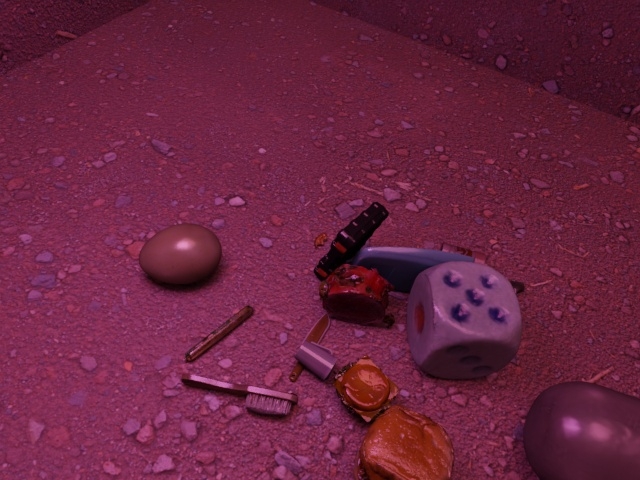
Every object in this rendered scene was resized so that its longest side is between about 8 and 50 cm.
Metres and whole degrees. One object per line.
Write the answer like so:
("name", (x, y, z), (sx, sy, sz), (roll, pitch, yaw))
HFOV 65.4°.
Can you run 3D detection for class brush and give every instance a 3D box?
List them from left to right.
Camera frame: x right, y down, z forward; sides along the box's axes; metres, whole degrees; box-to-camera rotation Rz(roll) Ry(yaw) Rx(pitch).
("brush", (-0.225, 0.424, 1.361), (0.328, 0.070, 0.065), (12, 60, 3))

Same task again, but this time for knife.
("knife", (-0.033, 0.313, 1.506), (0.046, 0.022, 0.256), (23, 51, 16))

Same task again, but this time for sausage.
("sausage", (-0.298, 0.274, 1.491), (0.033, 0.032, 0.269), (38, 55, 22))

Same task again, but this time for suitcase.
("suitcase", (0.094, 0.009, 1.606), (0.066, 0.285, 0.206), (44, 57, 8))

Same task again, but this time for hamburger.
("hamburger", (0.124, 0.421, 1.392), (0.164, 0.093, 0.189), (-23, 56, -22))
("hamburger", (0.204, 0.556, 1.252), (0.245, 0.163, 0.244), (4, 43, -4))

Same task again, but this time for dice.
("dice", (0.414, 0.238, 1.476), (0.263, 0.268, 0.264), (5, 49, -6))

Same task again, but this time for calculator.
("calculator", (0.269, 0.094, 1.583), (0.387, 0.256, 0.054), (8, 61, -6))

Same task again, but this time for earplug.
("earplug", (0.727, 0.531, 1.252), (0.394, 0.312, 0.312), (20, 50, 9))

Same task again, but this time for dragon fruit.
("dragon fruit", (0.117, 0.161, 1.551), (0.282, 0.211, 0.147), (25, 53, -22))

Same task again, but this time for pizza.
("pizza", (0.000, 0.000, 1.776), (0.037, 0.016, 0.083), (23, 47, 12))

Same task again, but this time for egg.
("egg", (-0.437, 0.044, 1.561), (0.254, 0.188, 0.188), (-13, 53, -6))

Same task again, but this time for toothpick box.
("toothpick box", (0.485, 0.071, 1.735), (0.149, 0.098, 0.098), (16, 50, 6))

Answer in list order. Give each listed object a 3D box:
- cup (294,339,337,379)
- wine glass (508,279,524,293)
("cup", (-0.008, 0.337, 1.450), (0.116, 0.074, 0.104), (33, 31, 6))
("wine glass", (0.625, 0.252, 1.627), (0.074, 0.074, 0.262), (18, 52, 6))
